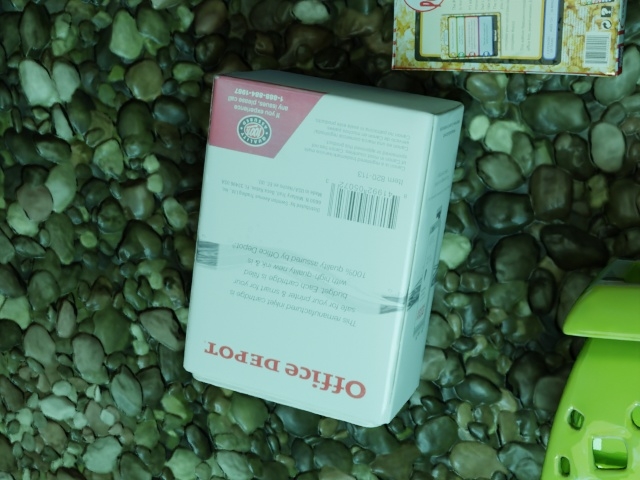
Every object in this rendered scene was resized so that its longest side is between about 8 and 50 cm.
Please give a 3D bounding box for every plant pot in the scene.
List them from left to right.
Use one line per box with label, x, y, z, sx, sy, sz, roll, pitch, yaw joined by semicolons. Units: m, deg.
plant pot;0.297;0.127;0.823;0.228;0.227;0.207;3;97;21

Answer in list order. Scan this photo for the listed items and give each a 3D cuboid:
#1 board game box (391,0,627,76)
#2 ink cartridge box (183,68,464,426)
board game box;0.159;-0.215;0.892;0.194;0.045;0.146;6;104;20
ink cartridge box;0.000;0.000;0.963;0.207;0.117;0.282;13;106;18
